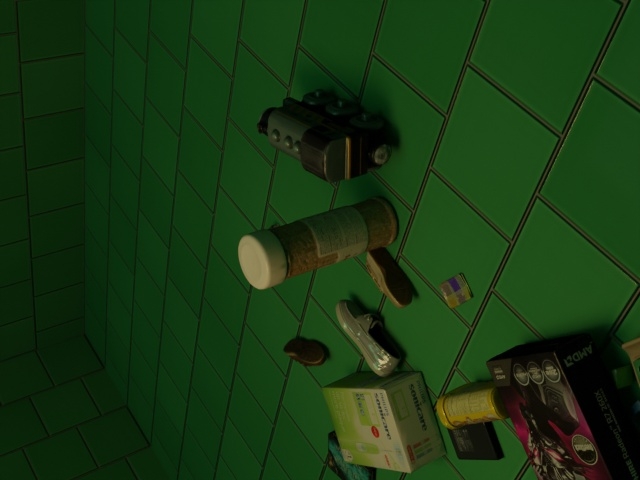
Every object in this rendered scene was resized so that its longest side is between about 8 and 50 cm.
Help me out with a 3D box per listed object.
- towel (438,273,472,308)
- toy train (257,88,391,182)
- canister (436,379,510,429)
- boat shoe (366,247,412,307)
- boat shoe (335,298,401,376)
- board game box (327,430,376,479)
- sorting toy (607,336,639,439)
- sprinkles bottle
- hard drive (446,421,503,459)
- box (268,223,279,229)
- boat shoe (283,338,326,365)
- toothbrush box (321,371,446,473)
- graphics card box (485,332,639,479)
[{"bbox_3d":[0.284,0.108,1.747,0.083,0.009,0.060,-38,73,57],"label":"towel"},{"bbox_3d":[0.003,-0.234,1.834,0.334,0.190,0.142,34,132,44],"label":"toy train"},{"bbox_3d":[0.334,0.325,1.675,0.170,0.126,0.073,-29,80,56],"label":"canister"},{"bbox_3d":[0.155,0.090,1.895,0.170,0.063,0.059,63,151,31],"label":"boat shoe"},{"bbox_3d":[0.122,0.219,2.006,0.081,0.079,0.227,-52,58,29],"label":"boat shoe"},{"bbox_3d":[0.085,0.629,2.303,0.186,0.026,0.126,32,130,46],"label":"board game box"},{"bbox_3d":[0.540,0.239,1.287,0.348,0.047,0.196,112,142,-70],"label":"sorting toy"},{"bbox_3d":[0.000,0.000,1.800,0.121,0.355,0.121,31,130,46],"label":"sprinkles bottle"},{"bbox_3d":[0.336,0.436,1.823,0.135,0.022,0.094,-24,85,58],"label":"hard drive"},{"bbox_3d":[-0.130,0.027,2.324,0.094,0.027,0.137,60,146,17],"label":"box"},{"bbox_3d":[-0.034,0.318,2.305,0.060,0.064,0.178,50,158,-25],"label":"boat shoe"},{"bbox_3d":[0.148,0.435,2.019,0.283,0.122,0.206,-14,94,57],"label":"toothbrush box"},{"bbox_3d":[0.461,0.359,1.490,0.371,0.094,0.233,67,157,3],"label":"graphics card box"}]
